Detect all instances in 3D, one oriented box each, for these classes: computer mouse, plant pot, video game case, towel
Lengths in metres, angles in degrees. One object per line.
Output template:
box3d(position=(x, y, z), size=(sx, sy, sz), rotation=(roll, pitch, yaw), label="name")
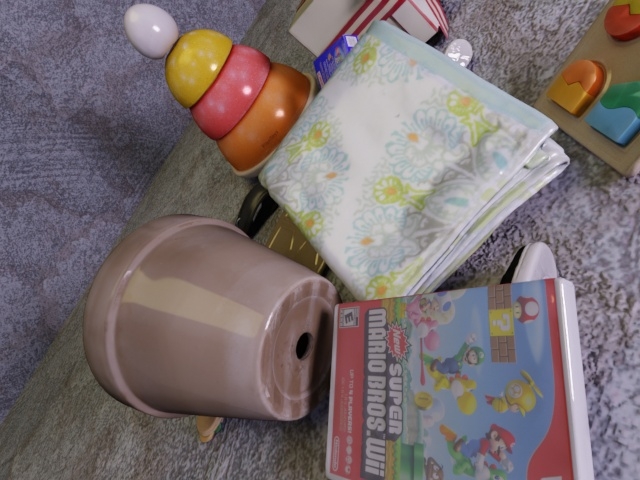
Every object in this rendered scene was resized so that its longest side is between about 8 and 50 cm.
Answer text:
box3d(position=(-0.170, -0.043, 1.044), size=(0.262, 0.060, 0.184), rotation=(-48, 32, 11), label="computer mouse")
box3d(position=(-0.125, 0.126, 0.649), size=(0.280, 0.323, 0.323), rotation=(5, 64, 36), label="plant pot")
box3d(position=(0.106, 0.154, 0.430), size=(0.285, 0.025, 0.204), rotation=(-17, 63, 50), label="video game case")
box3d(position=(0.092, -0.109, 0.624), size=(0.320, 0.090, 0.374), rotation=(-48, 56, 12), label="towel")

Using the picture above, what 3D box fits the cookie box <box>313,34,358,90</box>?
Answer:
box3d(position=(0.039, -0.346, 0.883), size=(0.107, 0.040, 0.092), rotation=(-15, 90, 54), label="cookie box")

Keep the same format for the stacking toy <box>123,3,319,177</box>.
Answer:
box3d(position=(-0.270, -0.423, 1.125), size=(0.350, 0.479, 0.351), rotation=(-32, 39, 31), label="stacking toy")

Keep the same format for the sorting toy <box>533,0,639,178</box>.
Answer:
box3d(position=(0.344, -0.198, 0.481), size=(0.208, 0.038, 0.193), rotation=(-101, 33, -51), label="sorting toy")

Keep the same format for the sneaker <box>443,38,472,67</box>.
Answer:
box3d(position=(0.213, -0.282, 0.785), size=(0.158, 0.061, 0.065), rotation=(-52, 6, 4), label="sneaker")

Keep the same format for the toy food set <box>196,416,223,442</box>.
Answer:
box3d(position=(-0.196, 0.315, 0.790), size=(0.082, 0.020, 0.083), rotation=(-45, 33, 14), label="toy food set")

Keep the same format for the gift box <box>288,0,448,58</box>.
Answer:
box3d(position=(0.114, -0.493, 0.920), size=(0.258, 0.255, 0.277), rotation=(-32, 40, 43), label="gift box")

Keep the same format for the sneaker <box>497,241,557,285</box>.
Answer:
box3d(position=(0.166, 0.100, 0.458), size=(0.121, 0.079, 0.217), rotation=(-4, 60, 49), label="sneaker")

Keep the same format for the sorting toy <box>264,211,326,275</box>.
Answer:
box3d(position=(0.000, 0.000, 0.812), size=(0.307, 0.041, 0.229), rotation=(26, 83, 53), label="sorting toy")
